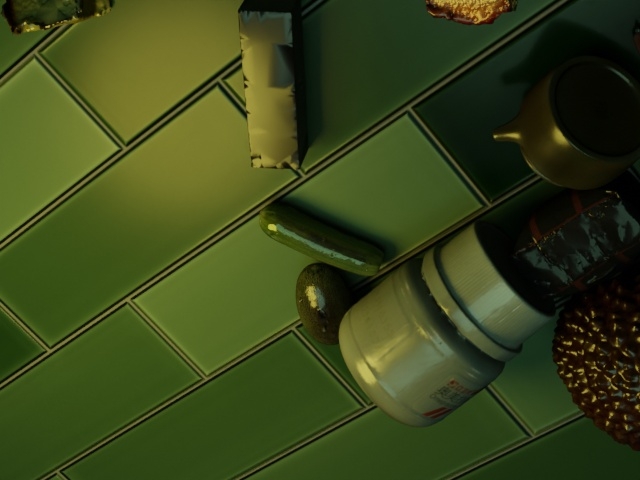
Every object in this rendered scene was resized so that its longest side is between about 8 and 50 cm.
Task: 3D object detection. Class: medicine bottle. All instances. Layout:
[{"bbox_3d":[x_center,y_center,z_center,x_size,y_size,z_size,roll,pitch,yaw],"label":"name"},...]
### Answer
[{"bbox_3d":[0.209,0.136,1.916,0.245,0.245,0.306,42,113,-14],"label":"medicine bottle"}]

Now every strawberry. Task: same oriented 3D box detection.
[{"bbox_3d":[0.229,-0.372,1.724,0.152,0.048,0.104,1,129,27],"label":"strawberry"}]

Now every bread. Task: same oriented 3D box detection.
[{"bbox_3d":[-0.415,-0.389,1.775,0.140,0.160,0.169,-7,119,16],"label":"bread"}]

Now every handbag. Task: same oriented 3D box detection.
[{"bbox_3d":[0.420,-0.012,1.829,0.215,0.169,0.155,-34,95,29],"label":"handbag"}]

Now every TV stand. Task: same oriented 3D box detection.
[{"bbox_3d":[-0.072,-0.249,1.838,0.088,0.083,0.269,2,122,9],"label":"TV stand"}]

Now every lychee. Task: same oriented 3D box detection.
[{"bbox_3d":[0.533,0.198,1.860,0.330,0.306,0.306,11,127,37],"label":"lychee"}]

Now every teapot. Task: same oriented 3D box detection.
[{"bbox_3d":[0.393,-0.161,1.753,0.268,0.185,0.175,5,159,-18],"label":"teapot"}]

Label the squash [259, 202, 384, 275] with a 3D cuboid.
[{"bbox_3d":[0.000,0.000,1.984,0.229,0.066,0.066,23,123,-4],"label":"squash"}]

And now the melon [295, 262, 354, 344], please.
[{"bbox_3d":[0.007,0.110,2.030,0.099,0.099,0.162,-9,119,17],"label":"melon"}]

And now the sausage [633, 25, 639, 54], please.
[{"bbox_3d":[0.528,-0.232,1.754,0.029,0.029,0.223,-26,112,24],"label":"sausage"}]
